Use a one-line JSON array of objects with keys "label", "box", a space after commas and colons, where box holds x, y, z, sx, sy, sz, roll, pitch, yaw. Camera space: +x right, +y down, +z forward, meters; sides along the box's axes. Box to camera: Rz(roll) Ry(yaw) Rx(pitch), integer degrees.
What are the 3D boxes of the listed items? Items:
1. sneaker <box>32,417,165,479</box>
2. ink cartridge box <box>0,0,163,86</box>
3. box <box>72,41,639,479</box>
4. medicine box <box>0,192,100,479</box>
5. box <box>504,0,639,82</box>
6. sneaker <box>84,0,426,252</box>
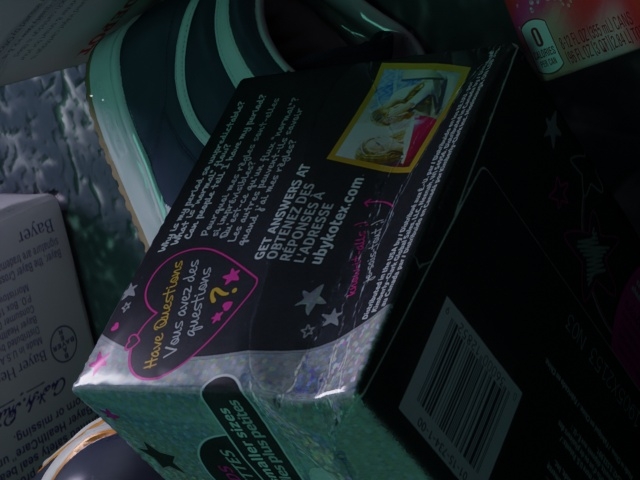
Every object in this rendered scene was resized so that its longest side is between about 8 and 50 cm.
[{"label": "sneaker", "box": [-0.127, 0.211, 0.809, 0.126, 0.127, 0.321, 29, 125, -7]}, {"label": "ink cartridge box", "box": [-0.155, -0.138, 0.713, 0.158, 0.218, 0.092, -37, 80, 42]}, {"label": "box", "box": [0.048, 0.069, 0.622, 0.142, 0.163, 0.247, -3, 139, 40]}, {"label": "medicine box", "box": [-0.270, 0.124, 0.967, 0.263, 0.149, 0.289, 2, 110, 38]}, {"label": "box", "box": [0.159, -0.150, 0.481, 0.257, 0.123, 0.128, -13, 102, 61]}, {"label": "sneaker", "box": [0.000, 0.000, 0.735, 0.153, 0.099, 0.282, -26, 90, 44]}]
